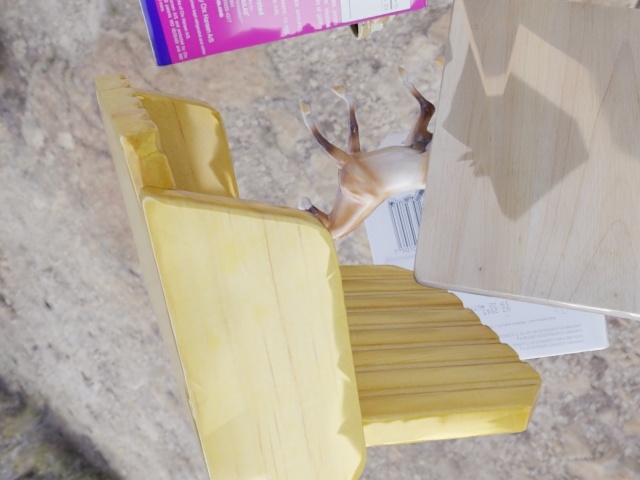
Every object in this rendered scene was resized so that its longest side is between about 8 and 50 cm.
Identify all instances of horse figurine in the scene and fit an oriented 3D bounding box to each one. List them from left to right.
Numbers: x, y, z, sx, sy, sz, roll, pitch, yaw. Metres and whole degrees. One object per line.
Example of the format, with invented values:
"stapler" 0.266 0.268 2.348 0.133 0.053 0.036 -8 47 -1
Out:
"horse figurine" 0.086 -0.109 0.988 0.066 0.263 0.175 -144 35 -68

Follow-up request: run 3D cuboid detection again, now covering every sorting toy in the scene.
"sorting toy" 0.221 -0.064 0.719 0.255 0.257 0.089 9 168 6

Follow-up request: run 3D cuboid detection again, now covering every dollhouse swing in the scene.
"dollhouse swing" 0.000 0.000 0.732 0.347 0.304 0.315 -130 28 -62

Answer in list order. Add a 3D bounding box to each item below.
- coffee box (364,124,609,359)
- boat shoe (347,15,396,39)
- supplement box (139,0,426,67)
"coffee box" 0.280 -0.018 1.413 0.337 0.334 0.338 -9 106 17
"boat shoe" 0.016 -0.291 0.860 0.190 0.072 0.068 55 166 -29
"supplement box" -0.037 -0.231 0.656 0.114 0.220 0.111 84 170 -48
